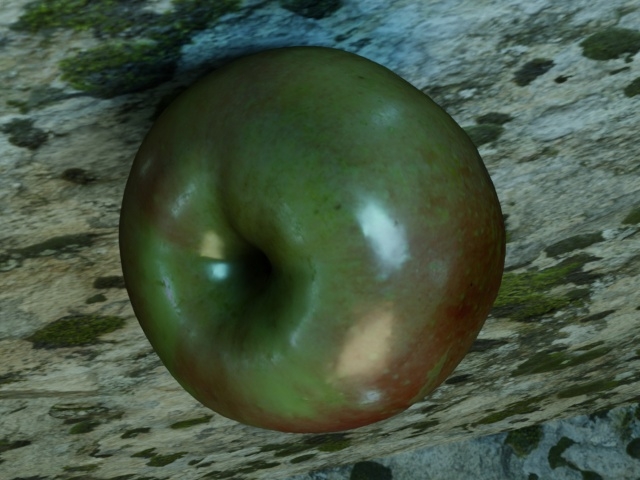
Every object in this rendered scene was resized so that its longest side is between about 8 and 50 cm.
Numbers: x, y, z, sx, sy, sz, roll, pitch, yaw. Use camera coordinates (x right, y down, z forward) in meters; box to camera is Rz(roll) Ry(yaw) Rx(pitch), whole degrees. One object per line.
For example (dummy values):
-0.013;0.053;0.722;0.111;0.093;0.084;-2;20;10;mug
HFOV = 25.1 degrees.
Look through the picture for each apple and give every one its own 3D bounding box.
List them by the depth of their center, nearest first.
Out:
0.000;0.000;1.162;0.319;0.319;0.277;-31;173;38;apple
